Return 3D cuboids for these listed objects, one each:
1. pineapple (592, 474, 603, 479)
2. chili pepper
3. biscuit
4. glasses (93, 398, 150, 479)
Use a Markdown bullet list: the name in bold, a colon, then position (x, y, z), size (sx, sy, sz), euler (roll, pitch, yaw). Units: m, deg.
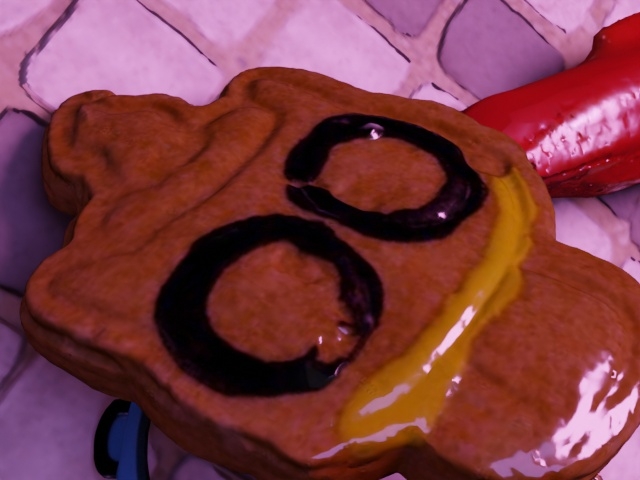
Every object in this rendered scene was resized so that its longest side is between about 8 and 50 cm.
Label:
- **pineapple**: position (0.144, 0.149, 0.571), size (0.019, 0.045, 0.083), euler (-12, 86, -17)
- **chili pepper**: position (0.200, -0.081, 0.625), size (0.388, 0.110, 0.110), euler (-17, 85, -28)
- **biscuit**: position (0.000, 0.000, 0.451), size (0.290, 0.041, 0.208), euler (26, 50, 19)
- **glasses**: position (0.020, 0.138, 0.461), size (0.207, 0.102, 0.239), euler (2, 61, -30)
